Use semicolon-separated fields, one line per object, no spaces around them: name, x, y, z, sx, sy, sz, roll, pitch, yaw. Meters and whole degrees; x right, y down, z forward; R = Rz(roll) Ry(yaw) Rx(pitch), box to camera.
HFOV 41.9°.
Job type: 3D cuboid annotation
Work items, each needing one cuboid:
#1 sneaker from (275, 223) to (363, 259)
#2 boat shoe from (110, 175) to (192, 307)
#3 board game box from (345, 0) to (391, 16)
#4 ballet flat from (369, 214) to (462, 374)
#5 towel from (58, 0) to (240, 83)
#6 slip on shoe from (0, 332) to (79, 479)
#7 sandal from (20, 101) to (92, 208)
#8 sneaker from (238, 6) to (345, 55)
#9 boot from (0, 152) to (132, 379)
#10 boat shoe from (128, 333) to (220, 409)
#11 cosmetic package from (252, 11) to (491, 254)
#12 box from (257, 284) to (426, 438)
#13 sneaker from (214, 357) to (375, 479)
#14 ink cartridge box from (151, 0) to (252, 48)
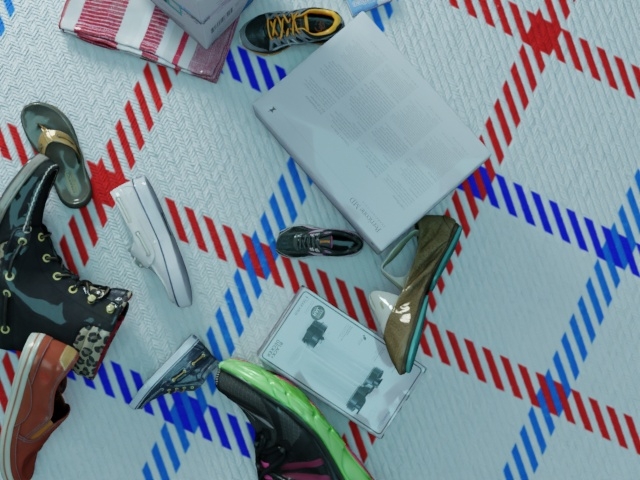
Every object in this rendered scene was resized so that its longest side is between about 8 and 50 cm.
sneaker;0.000;0.000;1.636;0.178;0.077;0.072;-4;89;-5
boat shoe;-0.324;0.011;1.595;0.088;0.096;0.268;-22;91;-2
board game box;0.088;-0.508;1.679;0.090;0.020;0.090;-24;93;-6
ballet flat;0.168;0.090;1.609;0.124;0.116;0.343;18;68;12
towel;-0.321;-0.468;1.629;0.328;0.037;0.237;17;87;-5
slip on shoe;-0.512;0.321;1.517;0.101;0.123;0.331;16;112;-8
sandal;-0.503;-0.165;1.594;0.089;0.060;0.219;-20;92;-6
sneaker;-0.055;-0.418;1.632;0.214;0.083;0.084;-11;92;-5
boot;-0.487;0.058;1.554;0.284;0.138;0.378;24;91;-4
boat shoe;-0.281;0.274;1.609;0.083;0.065;0.183;44;85;-2
cosmetic package;0.096;-0.205;1.618;0.284;0.097;0.377;-40;85;-7
box;0.039;0.236;1.632;0.290;0.087;0.169;33;86;-4
sneaker;-0.047;0.426;1.574;0.202;0.185;0.483;-39;92;-9
ink cartridge box;-0.216;-0.511;1.489;0.197;0.270;0.198;42;83;-1
